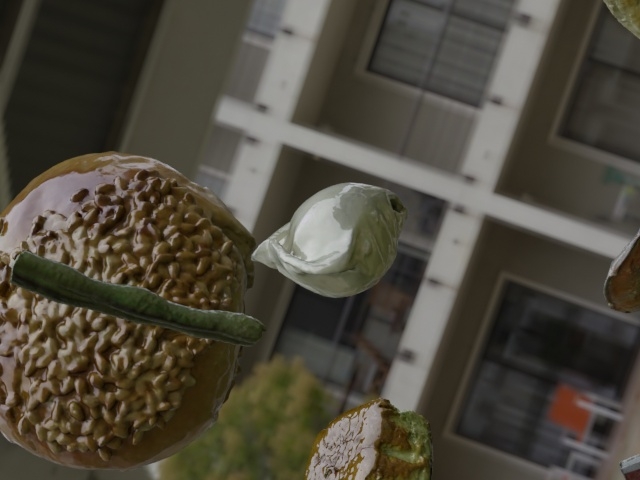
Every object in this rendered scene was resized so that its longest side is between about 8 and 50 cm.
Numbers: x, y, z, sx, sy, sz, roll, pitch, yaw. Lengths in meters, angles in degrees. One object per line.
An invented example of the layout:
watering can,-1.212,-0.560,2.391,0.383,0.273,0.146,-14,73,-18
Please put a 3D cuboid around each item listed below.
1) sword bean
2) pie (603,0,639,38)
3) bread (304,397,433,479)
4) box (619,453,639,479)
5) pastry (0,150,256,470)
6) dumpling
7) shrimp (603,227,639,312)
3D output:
sword bean,-0.185,0.064,1.655,0.043,0.269,0.038,122,158,-47
pie,0.447,-0.349,1.842,0.075,0.338,0.337,-79,1,-49
bread,0.036,0.209,1.363,0.140,0.069,0.128,-39,36,49
box,0.408,0.301,1.739,0.177,0.115,0.036,65,-166,-3
pastry,-0.270,0.085,2.006,0.245,0.410,0.409,50,-120,-73
dumpling,-0.001,0.000,1.484,0.169,0.134,0.100,-66,-35,-47
shrimp,0.426,0.000,2.052,0.164,0.062,0.317,-35,-30,-15
